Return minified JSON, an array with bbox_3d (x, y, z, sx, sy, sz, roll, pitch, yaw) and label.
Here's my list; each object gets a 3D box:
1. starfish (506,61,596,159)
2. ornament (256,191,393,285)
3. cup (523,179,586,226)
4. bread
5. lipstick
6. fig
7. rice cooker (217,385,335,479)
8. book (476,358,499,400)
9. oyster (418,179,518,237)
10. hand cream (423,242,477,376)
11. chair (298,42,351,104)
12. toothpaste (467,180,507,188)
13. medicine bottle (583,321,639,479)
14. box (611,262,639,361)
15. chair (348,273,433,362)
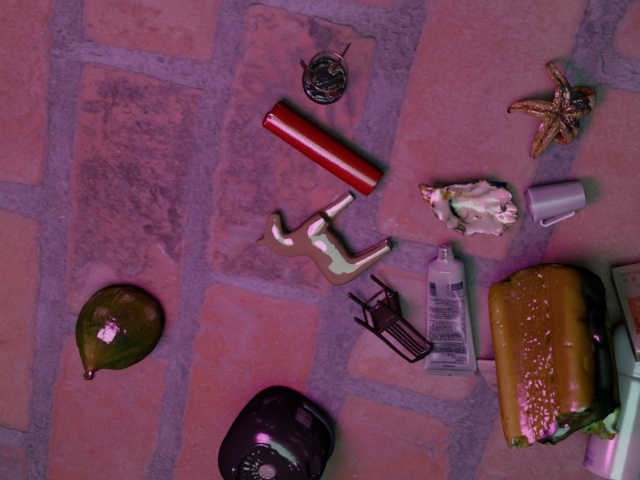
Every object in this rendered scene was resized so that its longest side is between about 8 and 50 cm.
[{"bbox_3d":[0.460,-0.254,1.603,0.146,0.074,0.190,24,113,-5],"label":"starfish"},{"bbox_3d":[0.000,0.000,1.770,0.245,0.061,0.230,-36,98,15],"label":"ornament"},{"bbox_3d":[0.493,-0.074,1.665,0.116,0.074,0.104,-11,131,8],"label":"cup"},{"bbox_3d":[0.487,0.231,1.634,0.251,0.208,0.376,-18,67,38],"label":"bread"},{"bbox_3d":[0.005,-0.197,1.698,0.280,0.073,0.073,34,111,-3],"label":"lipstick"},{"bbox_3d":[-0.490,0.223,1.838,0.203,0.235,0.203,5,113,12],"label":"fig"},{"bbox_3d":[-0.103,0.495,1.872,0.267,0.224,0.267,2,107,6],"label":"rice cooker"},{"bbox_3d":[0.432,0.345,1.796,0.014,0.127,0.181,-38,101,-23],"label":"book"},{"bbox_3d":[0.316,-0.071,1.695,0.209,0.072,0.133,-7,112,-4],"label":"oyster"},{"bbox_3d":[0.289,0.163,1.785,0.124,0.078,0.340,0,116,13],"label":"hand cream"},{"bbox_3d":[0.017,-0.336,1.591,0.104,0.221,0.095,42,87,-4],"label":"chair"},{"bbox_3d":[0.357,-0.117,1.696,0.083,0.015,0.024,5,109,2],"label":"toothpaste"},{"bbox_3d":[0.664,0.338,1.701,0.130,0.130,0.341,11,90,5],"label":"medicine bottle"},{"bbox_3d":[0.694,0.140,1.636,0.141,0.201,0.058,-11,147,14],"label":"box"},{"bbox_3d":[0.165,0.183,1.797,0.084,0.101,0.212,-39,123,20],"label":"chair"}]
